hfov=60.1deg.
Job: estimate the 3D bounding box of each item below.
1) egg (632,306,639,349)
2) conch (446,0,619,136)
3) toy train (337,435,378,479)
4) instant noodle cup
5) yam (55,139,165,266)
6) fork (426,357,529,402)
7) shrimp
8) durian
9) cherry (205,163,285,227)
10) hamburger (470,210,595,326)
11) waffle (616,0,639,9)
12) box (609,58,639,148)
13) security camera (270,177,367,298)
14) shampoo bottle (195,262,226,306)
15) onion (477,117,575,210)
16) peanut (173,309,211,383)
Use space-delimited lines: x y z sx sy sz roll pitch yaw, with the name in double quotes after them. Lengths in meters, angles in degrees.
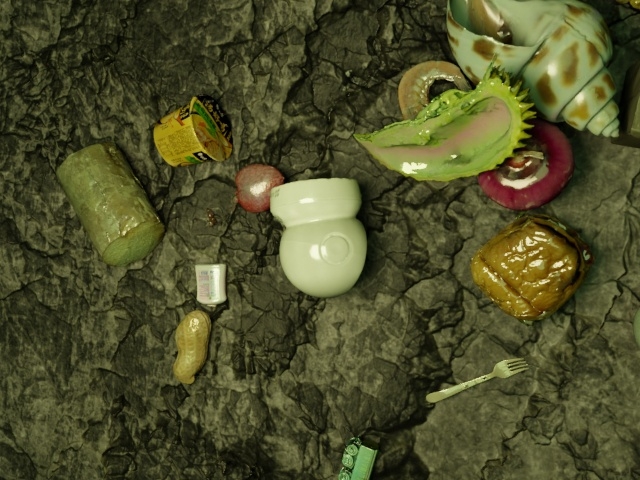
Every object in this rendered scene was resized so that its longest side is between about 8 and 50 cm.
0.675 0.183 0.972 0.236 0.169 0.169 24 97 18 "egg"
0.386 -0.329 0.997 0.368 0.249 0.197 42 145 35 "conch"
0.076 0.495 1.194 0.071 0.038 0.148 16 94 10 "toy train"
-0.282 -0.231 1.221 0.122 0.151 0.151 -15 87 25 "instant noodle cup"
-0.477 -0.088 1.260 0.161 0.161 0.268 -32 82 12 "yam"
0.320 0.292 1.140 0.219 0.028 0.034 -27 92 17 "fork"
0.240 -0.259 1.135 0.152 0.046 0.219 -6 89 17 "shrimp"
0.232 -0.195 0.998 0.355 0.169 0.157 -19 75 52 "durian"
-0.174 -0.103 1.222 0.225 0.090 0.107 -17 99 22 "cherry"
0.404 0.049 1.060 0.183 0.130 0.206 46 103 11 "hamburger"
0.675 -0.516 1.020 0.254 0.052 0.245 25 96 13 "waffle"
0.665 -0.229 0.976 0.231 0.149 0.155 12 94 14 "box"
0.000 0.000 1.121 0.194 0.194 0.236 -8 85 14 "security camera"
-0.248 0.102 1.262 0.072 0.043 0.099 -2 91 14 "shampoo bottle"
0.384 -0.144 1.050 0.177 0.153 0.177 -13 74 55 "onion"
-0.296 0.241 1.262 0.080 0.080 0.174 14 97 13 "peanut"
